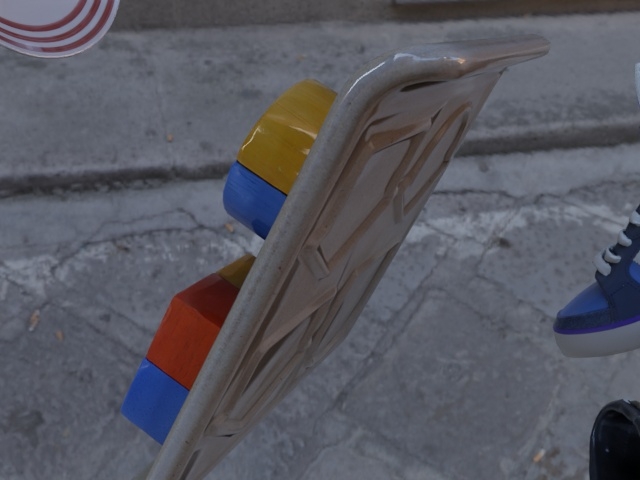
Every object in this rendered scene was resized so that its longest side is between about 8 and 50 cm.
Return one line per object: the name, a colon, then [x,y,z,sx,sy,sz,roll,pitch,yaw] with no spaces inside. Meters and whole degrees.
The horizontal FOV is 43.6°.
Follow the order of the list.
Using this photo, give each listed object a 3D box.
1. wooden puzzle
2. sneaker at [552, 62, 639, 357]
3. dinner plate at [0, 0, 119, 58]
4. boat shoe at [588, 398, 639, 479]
wooden puzzle: [0.000,0.000,0.534,0.080,0.348,0.322,38,25,10]
sneaker: [0.326,-0.046,0.763,0.130,0.322,0.236,-26,87,-57]
dinner plate: [-0.161,-0.163,0.417,0.017,0.141,0.141,-9,34,31]
boat shoe: [0.115,0.120,0.279,0.076,0.080,0.228,20,27,17]
